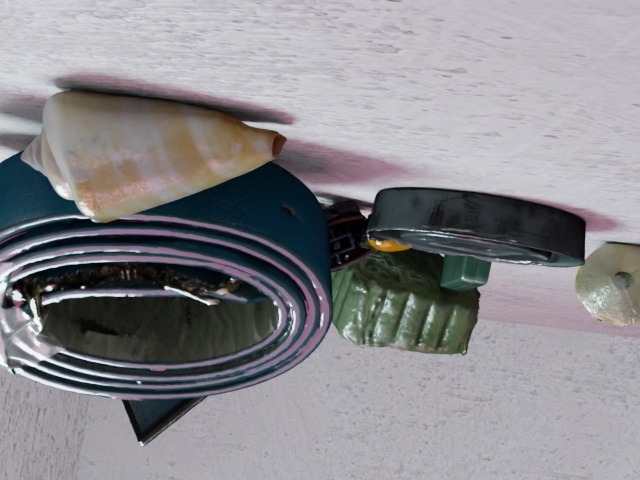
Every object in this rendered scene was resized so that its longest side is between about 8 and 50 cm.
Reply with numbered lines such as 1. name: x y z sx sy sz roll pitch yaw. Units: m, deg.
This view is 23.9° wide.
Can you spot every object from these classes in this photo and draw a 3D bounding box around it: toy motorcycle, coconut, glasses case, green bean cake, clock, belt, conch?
1. toy motorcycle: 0.000 -0.001 2.037 0.213 0.082 0.122 -21 -169 -23
2. coconut: 0.403 0.061 2.045 0.116 0.116 0.122 8 175 11
3. glasses case: 0.211 0.029 2.184 0.039 0.077 0.184 12 174 -5
4. green bean cake: 0.123 0.083 2.348 0.227 0.125 0.222 14 -162 -19
5. clock: 0.195 -0.014 1.897 0.281 0.055 0.280 9 175 1
6. belt: -0.203 0.038 1.738 0.437 0.173 0.300 5 131 -4
7. conch: -0.170 -0.074 1.494 0.255 0.127 0.158 7 174 12

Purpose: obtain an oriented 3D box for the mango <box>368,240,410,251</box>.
1. mango: 0.108 -0.008 2.169 0.089 0.046 0.060 -3 -176 -36

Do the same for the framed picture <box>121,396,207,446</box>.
1. framed picture: -0.172 0.089 1.976 0.016 0.265 0.347 51 -176 -35
